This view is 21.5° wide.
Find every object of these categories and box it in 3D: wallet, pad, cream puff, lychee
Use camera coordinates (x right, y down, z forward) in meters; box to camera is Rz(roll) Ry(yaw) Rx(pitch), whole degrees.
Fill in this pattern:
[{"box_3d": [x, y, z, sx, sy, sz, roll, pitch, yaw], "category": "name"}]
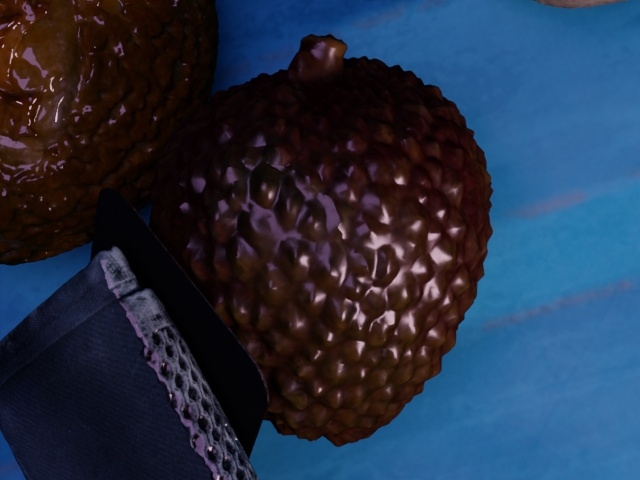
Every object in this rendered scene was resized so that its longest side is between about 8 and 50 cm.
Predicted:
[{"box_3d": [-0.097, 0.190, 1.121, 0.342, 0.075, 0.237, 61, 143, 7], "category": "wallet"}, {"box_3d": [-0.105, 0.089, 1.130, 0.004, 0.267, 0.181, -31, 70, -26], "category": "pad"}, {"box_3d": [-0.226, -0.129, 1.204, 0.303, 0.212, 0.303, -1, 87, 18], "category": "cream puff"}, {"box_3d": [0.000, 0.000, 1.110, 0.236, 0.236, 0.271, -2, 99, 17], "category": "lychee"}]

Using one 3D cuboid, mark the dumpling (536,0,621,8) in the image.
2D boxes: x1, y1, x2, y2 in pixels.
[{"box_3d": [0.197, -0.204, 1.149, 0.332, 0.086, 0.166, 6, 52, 18], "category": "dumpling"}]
